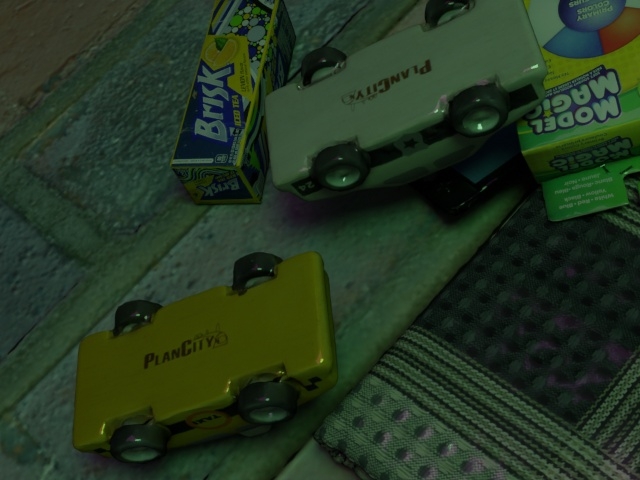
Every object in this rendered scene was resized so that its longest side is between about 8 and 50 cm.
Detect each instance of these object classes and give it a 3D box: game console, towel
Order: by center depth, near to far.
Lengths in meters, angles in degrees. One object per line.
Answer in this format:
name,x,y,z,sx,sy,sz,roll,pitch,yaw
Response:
towel,0.210,0.098,0.530,0.324,0.056,0.312,35,72,33
game console,0.105,-0.092,0.652,0.122,0.071,0.107,-35,33,-4

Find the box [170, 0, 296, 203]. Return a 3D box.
box,-0.065,-0.112,0.733,0.059,0.054,0.169,0,60,17

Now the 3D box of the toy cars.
toy cars,0.000,0.000,0.602,0.176,0.087,0.394,32,83,41

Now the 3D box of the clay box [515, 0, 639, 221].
clay box,0.184,-0.130,0.602,0.127,0.053,0.222,-15,60,21
